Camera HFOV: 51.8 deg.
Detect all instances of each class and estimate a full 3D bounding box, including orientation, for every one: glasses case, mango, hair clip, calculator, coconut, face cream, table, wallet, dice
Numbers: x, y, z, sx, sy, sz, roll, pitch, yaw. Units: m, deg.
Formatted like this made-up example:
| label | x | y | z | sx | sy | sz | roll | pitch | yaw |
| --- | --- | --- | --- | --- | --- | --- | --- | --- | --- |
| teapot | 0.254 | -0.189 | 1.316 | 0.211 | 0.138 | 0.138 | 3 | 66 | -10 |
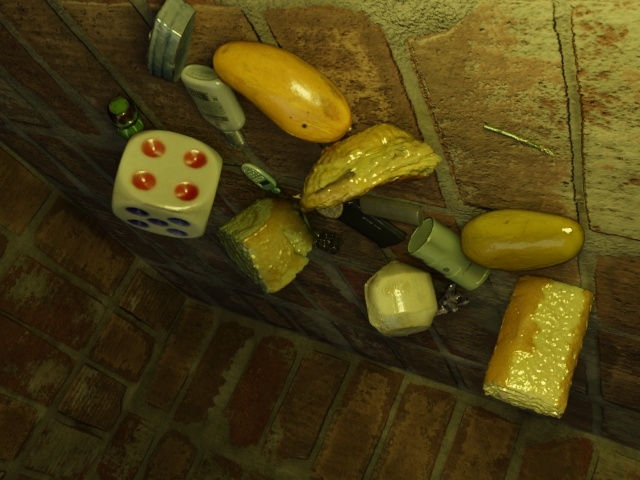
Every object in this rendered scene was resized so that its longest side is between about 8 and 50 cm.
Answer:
| label | x | y | z | sx | sy | sz | roll | pitch | yaw |
| --- | --- | --- | --- | --- | --- | --- | --- | --- | --- |
| glasses case | 0.208 | -0.089 | 1.928 | 0.190 | 0.042 | 0.072 | 14 | 148 | 29 |
| mango | -0.083 | -0.344 | 1.508 | 0.359 | 0.144 | 0.187 | 32 | 156 | -8 |
| hair clip | 0.435 | 0.226 | 2.322 | 0.090 | 0.137 | 0.278 | 60 | 164 | 13 |
| calculator | -0.194 | -0.202 | 2.156 | 0.153 | 0.021 | 0.095 | 36 | 158 | -23 |
| coconut | 0.269 | 0.193 | 2.256 | 0.245 | 0.247 | 0.245 | -8 | 161 | -3 |
| face cream | -0.272 | -0.359 | 1.797 | 0.144 | 0.071 | 0.291 | 18 | 158 | 23 |
| table | 0.374 | 0.039 | 1.915 | 0.220 | 0.126 | 0.126 | 31 | 159 | -15 |
| wallet | 0.144 | -0.057 | 2.078 | 0.250 | 0.044 | 0.149 | 34 | 155 | -18 |
| mango | 0.503 | 0.004 | 1.654 | 0.331 | 0.142 | 0.195 | 4 | 155 | 40 |
| dice | -0.493 | -0.176 | 2.142 | 0.304 | 0.277 | 0.304 | 15 | 159 | -10 |

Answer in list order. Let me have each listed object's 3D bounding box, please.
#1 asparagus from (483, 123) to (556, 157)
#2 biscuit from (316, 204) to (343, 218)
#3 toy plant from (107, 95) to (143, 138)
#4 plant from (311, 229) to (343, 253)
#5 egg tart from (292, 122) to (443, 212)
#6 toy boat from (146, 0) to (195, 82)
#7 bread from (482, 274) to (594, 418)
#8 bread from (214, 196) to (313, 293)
| label | x | y | z | sx | sy | sz | roll | pitch | yaw |
| --- | --- | --- | --- | --- | --- | --- | --- | --- | --- |
| asparagus | 0.424 | -0.214 | 1.398 | 0.163 | 0.016 | 0.016 | 23 | 133 | 7 |
| biscuit | 0.011 | -0.131 | 2.034 | 0.152 | 0.020 | 0.152 | 32 | 147 | 24 |
| toy plant | -0.623 | -0.387 | 2.119 | 0.093 | 0.093 | 0.162 | 22 | 160 | 11 |
| plant | 0.000 | 0.000 | 2.349 | 0.174 | 0.087 | 0.085 | 12 | 126 | 22 |
| egg tart | 0.089 | -0.173 | 1.561 | 0.351 | 0.339 | 0.153 | -138 | 29 | -85 |
| toy boat | -0.360 | -0.463 | 1.571 | 0.078 | 0.127 | 0.283 | 23 | 159 | -9 |
| bread | 0.622 | 0.299 | 1.893 | 0.236 | 0.375 | 0.165 | 14 | 155 | 22 |
| bread | -0.183 | -0.013 | 2.263 | 0.239 | 0.264 | 0.395 | 57 | 168 | -22 |
